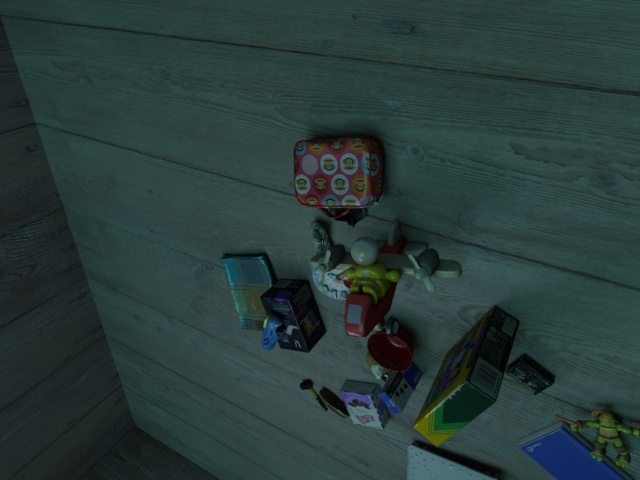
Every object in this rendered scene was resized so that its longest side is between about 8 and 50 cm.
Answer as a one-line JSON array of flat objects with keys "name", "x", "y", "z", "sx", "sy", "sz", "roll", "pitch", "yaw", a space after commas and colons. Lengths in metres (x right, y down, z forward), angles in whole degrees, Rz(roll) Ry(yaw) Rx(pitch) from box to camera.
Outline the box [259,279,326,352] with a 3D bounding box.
[{"name": "box", "x": -0.113, "y": 0.314, "z": 1.939, "sx": 0.165, "sy": 0.143, "sz": 0.270, "roll": 0, "pitch": 118, "yaw": 37}]

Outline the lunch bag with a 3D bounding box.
[{"name": "lunch bag", "x": 0.054, "y": -0.199, "z": 1.482, "sx": 0.293, "sy": 0.120, "sz": 0.258, "roll": 7, "pitch": 106, "yaw": 30}]

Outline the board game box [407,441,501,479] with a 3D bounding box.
[{"name": "board game box", "x": 0.558, "y": 1.084, "z": 1.965, "sx": 0.390, "sy": 0.050, "sz": 0.389, "roll": 9, "pitch": 110, "yaw": 34}]

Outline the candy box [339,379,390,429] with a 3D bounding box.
[{"name": "candy box", "x": 0.195, "y": 0.721, "z": 2.034, "sx": 0.165, "sy": 0.070, "sz": 0.196, "roll": -6, "pitch": 114, "yaw": 37}]

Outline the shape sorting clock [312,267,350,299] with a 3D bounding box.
[{"name": "shape sorting clock", "x": 0.069, "y": 0.142, "z": 1.752, "sx": 0.206, "sy": 0.040, "sz": 0.206, "roll": 7, "pitch": 117, "yaw": 14}]

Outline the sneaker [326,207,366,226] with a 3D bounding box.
[{"name": "sneaker", "x": 0.044, "y": -0.121, "z": 1.589, "sx": 0.224, "sy": 0.098, "sz": 0.083, "roll": 25, "pitch": 129, "yaw": 19}]

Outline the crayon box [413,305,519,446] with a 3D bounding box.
[{"name": "crayon box", "x": 0.463, "y": 0.424, "z": 1.464, "sx": 0.106, "sy": 0.363, "sz": 0.313, "roll": 35, "pitch": 132, "yaw": 11}]

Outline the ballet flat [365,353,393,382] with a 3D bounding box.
[{"name": "ballet flat", "x": 0.270, "y": 0.550, "z": 1.874, "sx": 0.232, "sy": 0.073, "sz": 0.080, "roll": 36, "pitch": 132, "yaw": 10}]

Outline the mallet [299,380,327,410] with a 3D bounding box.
[{"name": "mallet", "x": -0.019, "y": 0.748, "z": 2.228, "sx": 0.189, "sy": 0.039, "sz": 0.062, "roll": 48, "pitch": 131, "yaw": -7}]

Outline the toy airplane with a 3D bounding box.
[{"name": "toy airplane", "x": 0.182, "y": 0.074, "z": 1.436, "sx": 0.272, "sy": 0.386, "sz": 0.384, "roll": 59, "pitch": -179, "yaw": -40}]

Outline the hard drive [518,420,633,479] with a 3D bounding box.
[{"name": "hard drive", "x": 0.894, "y": 0.786, "z": 1.616, "sx": 0.319, "sy": 0.040, "sz": 0.210, "roll": 40, "pitch": 133, "yaw": 7}]

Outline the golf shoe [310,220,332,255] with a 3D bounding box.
[{"name": "golf shoe", "x": 0.000, "y": 0.000, "z": 1.734, "sx": 0.086, "sy": 0.069, "sz": 0.176, "roll": -119, "pitch": 15, "yaw": -46}]

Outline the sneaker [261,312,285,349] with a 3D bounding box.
[{"name": "sneaker", "x": -0.190, "y": 0.391, "z": 1.899, "sx": 0.082, "sy": 0.069, "sz": 0.209, "roll": 24, "pitch": 131, "yaw": 18}]

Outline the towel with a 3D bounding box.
[{"name": "towel", "x": -0.300, "y": 0.236, "z": 2.055, "sx": 0.271, "sy": 0.040, "sz": 0.370, "roll": -3, "pitch": 107, "yaw": 36}]

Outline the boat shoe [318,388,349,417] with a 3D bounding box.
[{"name": "boat shoe", "x": 0.059, "y": 0.767, "z": 2.162, "sx": 0.178, "sy": 0.064, "sz": 0.060, "roll": 37, "pitch": 130, "yaw": 6}]

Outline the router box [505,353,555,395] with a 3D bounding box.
[{"name": "router box", "x": 0.697, "y": 0.447, "z": 1.540, "sx": 0.122, "sy": 0.038, "sz": 0.092, "roll": 38, "pitch": 132, "yaw": 9}]

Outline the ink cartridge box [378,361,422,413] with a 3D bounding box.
[{"name": "ink cartridge box", "x": 0.306, "y": 0.545, "z": 1.754, "sx": 0.097, "sy": 0.207, "sz": 0.046, "roll": 50, "pitch": 135, "yaw": -3}]

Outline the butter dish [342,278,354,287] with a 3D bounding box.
[{"name": "butter dish", "x": 0.168, "y": 0.121, "z": 1.647, "sx": 0.160, "sy": 0.118, "sz": 0.160, "roll": 8, "pitch": 167, "yaw": 8}]

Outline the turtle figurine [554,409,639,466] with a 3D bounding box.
[{"name": "turtle figurine", "x": 0.901, "y": 0.611, "z": 1.470, "sx": 0.270, "sy": 0.087, "sz": 0.217, "roll": -6, "pitch": 120, "yaw": 28}]

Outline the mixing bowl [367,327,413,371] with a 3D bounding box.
[{"name": "mixing bowl", "x": 0.279, "y": 0.394, "z": 1.753, "sx": 0.181, "sy": 0.098, "sz": 0.181, "roll": 17, "pitch": 125, "yaw": 26}]
